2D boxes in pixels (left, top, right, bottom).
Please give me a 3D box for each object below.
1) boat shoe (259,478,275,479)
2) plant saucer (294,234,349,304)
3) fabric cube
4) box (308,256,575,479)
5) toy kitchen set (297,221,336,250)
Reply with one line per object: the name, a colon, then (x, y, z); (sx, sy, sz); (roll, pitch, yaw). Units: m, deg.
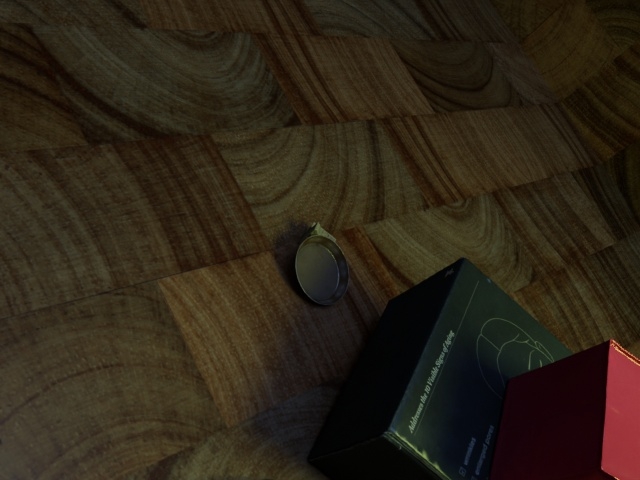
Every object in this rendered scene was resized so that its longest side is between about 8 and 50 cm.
boat shoe: (-0.150, 0.482, 1.240); (0.340, 0.113, 0.127); (-10, 104, -45)
plant saucer: (-0.002, 0.071, 1.715); (0.168, 0.029, 0.168); (13, 70, -39)
fabric cube: (0.501, 0.374, 1.308); (0.254, 0.258, 0.259); (33, 51, -13)
box: (0.313, 0.385, 1.534); (0.472, 0.297, 0.480); (42, 49, -10)
toy kitchen set: (0.000, 0.000, 1.768); (0.075, 0.068, 0.083); (38, 42, -13)
